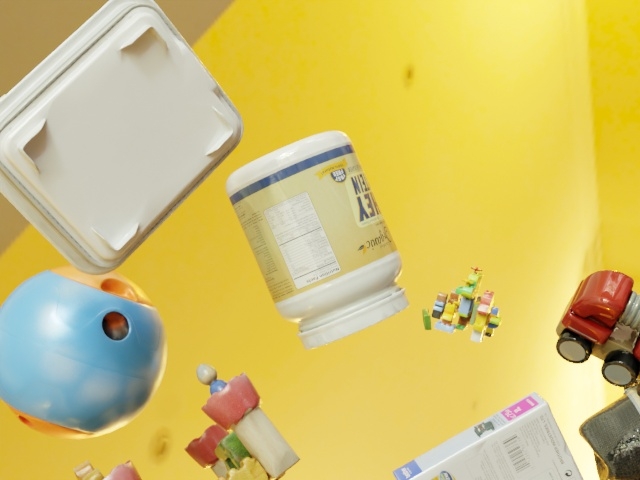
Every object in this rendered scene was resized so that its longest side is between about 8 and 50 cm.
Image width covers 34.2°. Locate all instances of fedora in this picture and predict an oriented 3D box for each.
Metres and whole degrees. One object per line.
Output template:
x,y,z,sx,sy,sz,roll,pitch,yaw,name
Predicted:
0.607,0.414,2.052,0.334,0.153,0.334,-21,-90,-84,fedora

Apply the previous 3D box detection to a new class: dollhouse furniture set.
0.320,0.177,2.483,0.058,0.152,0.076,-92,-3,-75,dollhouse furniture set

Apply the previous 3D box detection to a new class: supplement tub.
0.000,0.000,1.725,0.228,0.228,0.316,-23,-91,-58,supplement tub

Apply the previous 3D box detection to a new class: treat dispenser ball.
-0.397,0.182,1.712,0.288,0.288,0.288,-28,-58,-57,treat dispenser ball

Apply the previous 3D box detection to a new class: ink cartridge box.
0.244,0.389,1.613,0.311,0.065,0.185,-29,-73,-7,ink cartridge box

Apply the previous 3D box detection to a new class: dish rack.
-0.267,-0.140,1.412,0.333,0.072,0.285,-48,-59,-17,dish rack

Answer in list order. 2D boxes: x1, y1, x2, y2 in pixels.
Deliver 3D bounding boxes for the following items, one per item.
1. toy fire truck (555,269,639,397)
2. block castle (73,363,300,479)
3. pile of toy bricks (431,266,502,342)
0.497,0.124,1.598,0.158,0.217,0.246,-52,-14,-42,toy fire truck
-0.233,0.383,1.671,0.303,0.213,0.453,-36,-10,-21,block castle
0.251,0.096,1.744,0.212,0.118,0.105,-7,-68,-73,pile of toy bricks
